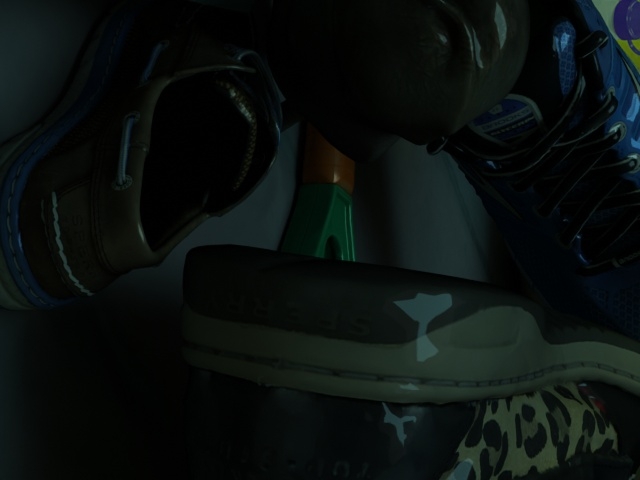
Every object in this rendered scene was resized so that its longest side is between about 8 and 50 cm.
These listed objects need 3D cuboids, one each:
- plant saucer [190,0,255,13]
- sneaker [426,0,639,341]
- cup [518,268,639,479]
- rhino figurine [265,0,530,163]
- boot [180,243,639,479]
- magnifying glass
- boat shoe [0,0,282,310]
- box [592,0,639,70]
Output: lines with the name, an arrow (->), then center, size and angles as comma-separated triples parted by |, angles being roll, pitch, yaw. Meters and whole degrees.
plant saucer -> -0.078, -0.108, 0.433 | 0.067, 0.018, 0.192 | 59, 23, 12
sneaker -> 0.105, -0.049, 0.692 | 0.330, 0.129, 0.147 | 55, 25, -1
cup -> 0.272, 0.044, 1.011 | 0.237, 0.331, 0.331 | 60, 25, 0
rhino figurine -> 0.013, -0.083, 0.553 | 0.243, 0.073, 0.106 | 175, -97, -77
boot -> 0.039, 0.163, 0.563 | 0.377, 0.138, 0.284 | 26, 73, -68
magnifying glass -> 0.000, 0.000, 0.669 | 0.092, 0.026, 0.231 | 37, 56, -62
boat shoe -> -0.048, -0.036, 0.490 | 0.183, 0.066, 0.066 | -65, 144, -50
box -> 0.180, -0.240, 0.862 | 0.279, 0.177, 0.290 | -52, 136, -76
